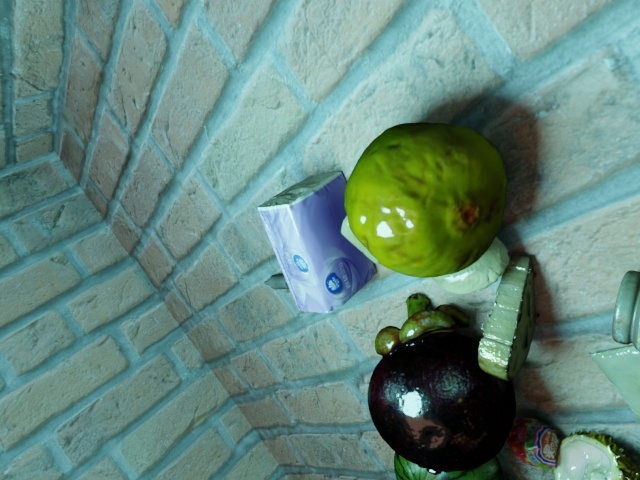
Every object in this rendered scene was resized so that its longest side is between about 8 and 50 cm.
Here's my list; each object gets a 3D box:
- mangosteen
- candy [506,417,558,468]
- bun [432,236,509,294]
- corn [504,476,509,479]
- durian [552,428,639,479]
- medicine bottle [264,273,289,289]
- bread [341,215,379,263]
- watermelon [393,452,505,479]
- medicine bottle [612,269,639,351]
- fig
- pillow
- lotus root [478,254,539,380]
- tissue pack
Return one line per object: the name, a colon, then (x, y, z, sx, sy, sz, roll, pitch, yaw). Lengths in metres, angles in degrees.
mangosteen: (0.304, 0.354, 1.183, 0.381, 0.381, 0.436, -8, 79, 48)
candy: (0.500, 0.557, 1.311, 0.124, 0.124, 0.365, 56, 149, -2)
bun: (0.340, 0.051, 1.057, 0.188, 0.164, 0.111, -28, 124, 36)
corn: (0.475, 0.738, 1.446, 0.344, 0.131, 0.131, 29, 135, 25)
durian: (0.677, 0.569, 1.114, 0.137, 0.183, 0.250, 9, 130, -4)
medicine bottle: (-0.149, 0.152, 1.702, 0.199, 0.057, 0.058, -10, 110, 49)
bread: (0.140, -0.030, 1.196, 0.141, 0.148, 0.134, 42, 102, 15)
watermelon: (0.348, 0.699, 1.332, 0.330, 0.189, 0.331, 21, 123, 36)
medicine bottle: (0.685, 0.147, 0.767, 0.322, 0.151, 0.152, 12, 126, 41)
fig: (0.205, -0.093, 0.966, 0.343, 0.343, 0.344, 26, 134, 31)
pillow: (0.697, 0.313, 0.963, 0.230, 0.050, 0.148, 55, 138, 3)
lotus root: (0.434, 0.184, 1.039, 0.074, 0.261, 0.170, 8, 155, 42)
tissue pack: (0.000, 0.000, 1.289, 0.160, 0.242, 0.339, -1, 118, 43)
